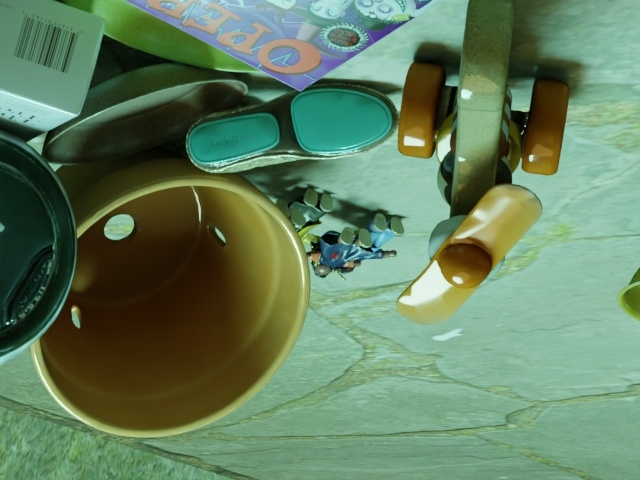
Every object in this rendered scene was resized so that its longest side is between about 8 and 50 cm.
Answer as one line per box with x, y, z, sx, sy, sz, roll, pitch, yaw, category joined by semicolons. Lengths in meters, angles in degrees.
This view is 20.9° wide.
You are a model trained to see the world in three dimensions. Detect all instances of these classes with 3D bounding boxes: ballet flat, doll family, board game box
-0.023;-0.106;1.619;0.206;0.073;0.067;-5;-178;15;ballet flat
0.000;0.000;1.911;0.193;0.076;0.111;22;140;-18;doll family
-0.086;-0.231;1.227;0.346;0.056;0.208;24;151;-30;board game box

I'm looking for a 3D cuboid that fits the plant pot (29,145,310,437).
-0.180;0.025;1.775;0.291;0.291;0.203;23;-164;-33;plant pot

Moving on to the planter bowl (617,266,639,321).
0.413;0.032;1.745;0.217;0.090;0.217;10;163;3;planter bowl

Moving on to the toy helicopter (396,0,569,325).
0.120;-0.073;1.363;0.140;0.235;0.355;9;162;7;toy helicopter

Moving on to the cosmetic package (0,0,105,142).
-0.406;-0.187;1.495;0.377;0.097;0.284;18;172;-19;cosmetic package

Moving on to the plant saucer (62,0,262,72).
-0.099;-0.205;1.411;0.241;0.037;0.241;10;163;3;plant saucer

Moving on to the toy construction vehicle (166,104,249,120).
-0.093;-0.114;1.701;0.098;0.035;0.086;0;148;23;toy construction vehicle

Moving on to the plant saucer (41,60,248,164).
-0.165;-0.122;1.583;0.198;0.036;0.198;-19;173;-3;plant saucer

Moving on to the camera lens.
-0.367;0.003;1.587;0.219;0.219;0.274;23;169;-33;camera lens
